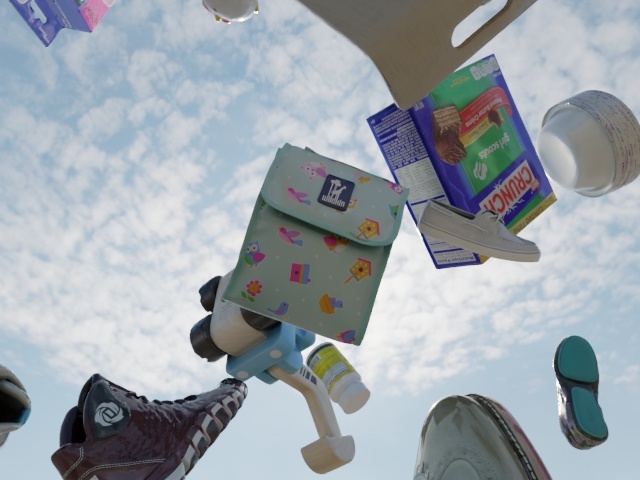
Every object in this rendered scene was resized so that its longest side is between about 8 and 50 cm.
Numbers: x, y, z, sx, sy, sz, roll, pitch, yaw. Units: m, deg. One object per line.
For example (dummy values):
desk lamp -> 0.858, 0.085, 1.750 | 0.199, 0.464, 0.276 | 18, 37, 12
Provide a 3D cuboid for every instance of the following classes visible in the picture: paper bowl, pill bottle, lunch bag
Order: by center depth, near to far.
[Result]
lunch bag -> 0.000, 0.000, 0.664 | 0.223, 0.160, 0.263 | 20, -89, 3
paper bowl -> 0.715, -0.251, 1.169 | 0.147, 0.284, 0.284 | -24, -48, 0
pill bottle -> 0.054, 0.425, 1.320 | 0.119, 0.208, 0.119 | -21, -48, -26

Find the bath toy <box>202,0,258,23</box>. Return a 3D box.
bath toy -> -0.220, -0.570, 0.960 | 0.128, 0.348, 0.152 | -8, -50, -11

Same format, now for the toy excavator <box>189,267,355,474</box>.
toy excavator -> -0.085, 0.291, 1.061 | 0.222, 0.433, 0.445 | -36, -59, 20

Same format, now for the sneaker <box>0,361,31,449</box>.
sneaker -> -0.236, 0.120, 0.285 | 0.082, 0.072, 0.191 | 15, -39, -6

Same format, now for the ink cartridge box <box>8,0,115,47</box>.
ink cartridge box -> -0.471, -0.572, 0.882 | 0.069, 0.371, 0.175 | 33, -11, -8

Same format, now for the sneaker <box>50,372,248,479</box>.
sneaker -> -0.205, 0.210, 0.535 | 0.162, 0.281, 0.106 | 42, -77, 3

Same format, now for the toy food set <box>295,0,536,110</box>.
toy food set -> 0.076, -0.301, 0.476 | 0.219, 0.306, 0.092 | -40, -31, 2

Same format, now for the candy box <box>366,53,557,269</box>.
candy box -> 0.274, -0.147, 0.803 | 0.122, 0.268, 0.318 | -10, -70, 60

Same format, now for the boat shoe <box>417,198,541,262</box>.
boat shoe -> 0.241, -0.019, 0.646 | 0.184, 0.066, 0.063 | 23, -69, 33

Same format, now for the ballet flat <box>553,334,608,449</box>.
ballet flat -> 0.232, 0.138, 0.390 | 0.041, 0.114, 0.041 | 12, -52, 16

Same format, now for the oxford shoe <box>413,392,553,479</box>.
oxford shoe -> 0.074, 0.254, 0.270 | 0.146, 0.397, 0.141 | 27, -55, -3
